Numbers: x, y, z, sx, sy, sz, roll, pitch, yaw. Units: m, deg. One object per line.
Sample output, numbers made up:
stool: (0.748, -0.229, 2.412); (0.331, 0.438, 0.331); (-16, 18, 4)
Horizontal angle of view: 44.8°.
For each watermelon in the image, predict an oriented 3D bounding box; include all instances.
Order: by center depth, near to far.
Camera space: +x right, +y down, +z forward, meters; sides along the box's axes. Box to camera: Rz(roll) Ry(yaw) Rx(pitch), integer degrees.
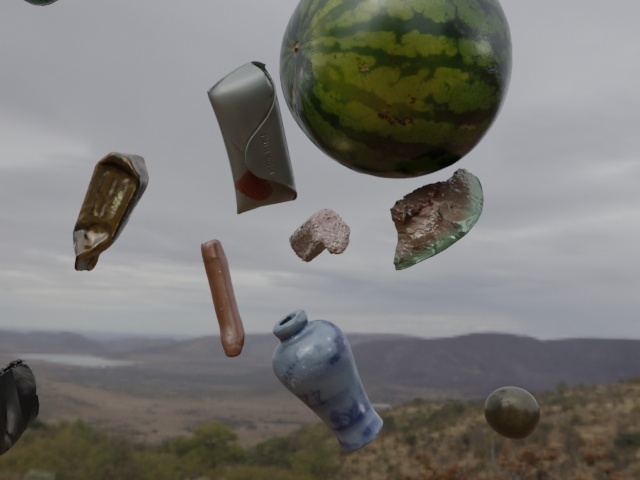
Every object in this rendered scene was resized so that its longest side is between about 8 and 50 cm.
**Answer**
watermelon: (0.092, -0.216, 0.965); (0.285, 0.285, 0.285); (2, -7, 0)
watermelon: (0.159, -0.037, 0.971); (0.155, 0.080, 0.101); (-33, 12, -39)

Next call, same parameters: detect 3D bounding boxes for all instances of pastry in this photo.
pastry: (-0.006, -0.012, 1.951); (0.103, 0.112, 0.265); (-34, 5, -22)

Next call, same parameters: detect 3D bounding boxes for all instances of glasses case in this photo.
glasses case: (-0.125, -0.181, 1.503); (0.128, 0.308, 0.083); (-27, 37, -22)

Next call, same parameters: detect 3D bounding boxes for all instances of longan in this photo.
longan: (0.361, 0.330, 1.478); (0.106, 0.106, 0.119); (4, -26, -21)

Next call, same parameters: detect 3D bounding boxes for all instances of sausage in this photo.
sausage: (-0.151, 0.090, 1.216); (0.043, 0.186, 0.043); (-13, -6, -1)

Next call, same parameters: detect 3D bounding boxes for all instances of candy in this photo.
candy: (-0.445, -0.057, 1.608); (0.101, 0.271, 0.143); (23, 2, 3)

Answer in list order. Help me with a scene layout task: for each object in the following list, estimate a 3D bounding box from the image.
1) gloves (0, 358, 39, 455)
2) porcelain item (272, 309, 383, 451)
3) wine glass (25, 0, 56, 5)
gloves: (-0.469, 0.159, 0.802); (0.312, 0.135, 0.210); (18, 31, 3)
porcelain item: (0.009, 0.242, 1.359); (0.141, 0.259, 0.141); (-29, 11, 6)
wine glass: (-0.329, -0.316, 0.814); (0.155, 0.073, 0.073); (41, 8, 21)
